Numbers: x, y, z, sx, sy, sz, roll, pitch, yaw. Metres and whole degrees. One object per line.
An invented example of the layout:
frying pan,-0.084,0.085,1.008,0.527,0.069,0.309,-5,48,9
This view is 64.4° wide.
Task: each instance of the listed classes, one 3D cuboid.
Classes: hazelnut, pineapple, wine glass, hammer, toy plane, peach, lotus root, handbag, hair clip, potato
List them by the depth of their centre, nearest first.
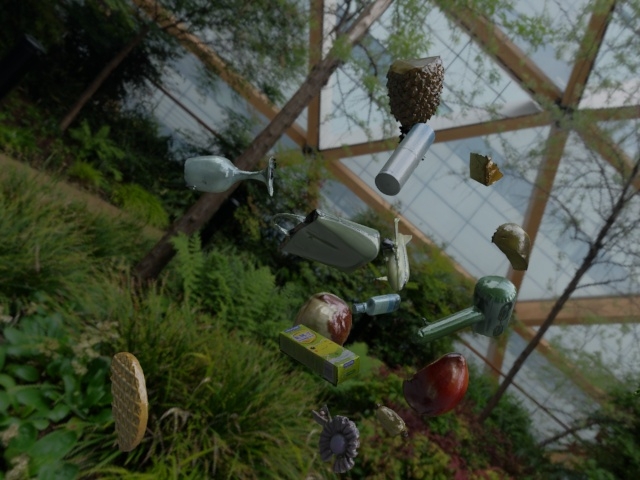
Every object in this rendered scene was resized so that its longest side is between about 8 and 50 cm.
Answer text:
hammer,0.409,0.228,1.486,0.119,0.335,0.207,-122,-161,-45
handbag,0.000,0.000,1.489,0.315,0.110,0.241,16,-32,-26
toy plane,0.237,0.058,1.589,0.103,0.256,0.242,6,-46,18
peach,0.374,0.468,1.614,0.158,0.267,0.154,-10,63,-42
lotus root,0.241,0.616,1.727,0.150,0.062,0.073,40,-1,31
hair clip,0.037,0.656,1.750,0.069,0.173,0.300,19,5,-24
wine glass,-0.317,-0.233,1.800,0.320,0.144,0.143,4,-4,4
pineapple,0.336,-0.460,1.803,0.202,0.201,0.362,39,-36,51
hazelnut,0.013,0.341,2.040,0.241,0.261,0.261,56,-4,-9
potato,0.803,0.015,2.066,0.098,0.138,0.243,9,-25,49

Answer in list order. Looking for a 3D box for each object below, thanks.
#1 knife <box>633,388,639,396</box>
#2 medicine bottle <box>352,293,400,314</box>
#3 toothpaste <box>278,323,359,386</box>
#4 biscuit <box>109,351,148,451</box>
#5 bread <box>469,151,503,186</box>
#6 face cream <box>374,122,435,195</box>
knife,0.774,0.301,1.106,0.026,0.184,0.022,60,20,6
medicine bottle,0.235,0.274,2.142,0.208,0.090,0.054,-5,42,-22
toothpaste,-0.010,0.396,1.791,0.110,0.078,0.327,-15,23,-38
biscuit,-0.605,0.500,1.603,0.040,0.204,0.309,4,67,-44
bread,0.497,-0.232,1.533,0.084,0.080,0.109,34,-31,43
face cream,0.235,-0.226,1.397,0.077,0.250,0.077,24,-37,19
